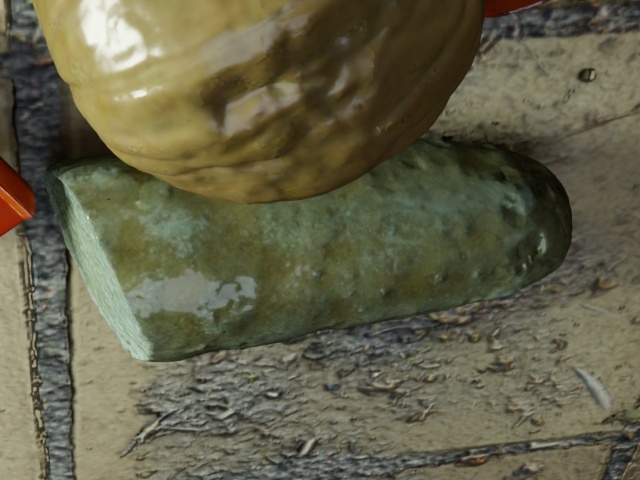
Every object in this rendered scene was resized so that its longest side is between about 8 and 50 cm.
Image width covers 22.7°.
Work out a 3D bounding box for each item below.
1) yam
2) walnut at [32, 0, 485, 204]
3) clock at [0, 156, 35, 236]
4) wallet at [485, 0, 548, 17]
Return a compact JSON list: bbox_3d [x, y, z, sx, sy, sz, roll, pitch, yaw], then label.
[{"bbox_3d":[0.000,0.000,0.998,0.330,0.133,0.133,-6,141,-16],"label":"yam"},{"bbox_3d":[-0.026,-0.131,0.759,0.228,0.228,0.228,-9,142,-7],"label":"walnut"},{"bbox_3d":[-0.253,-0.050,0.907,0.113,0.061,0.155,-25,137,14],"label":"clock"},{"bbox_3d":[0.126,-0.208,0.838,0.142,0.045,0.204,-19,142,6],"label":"wallet"}]
